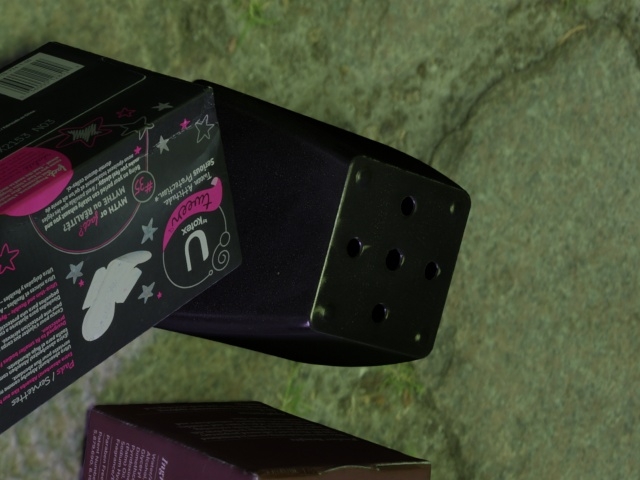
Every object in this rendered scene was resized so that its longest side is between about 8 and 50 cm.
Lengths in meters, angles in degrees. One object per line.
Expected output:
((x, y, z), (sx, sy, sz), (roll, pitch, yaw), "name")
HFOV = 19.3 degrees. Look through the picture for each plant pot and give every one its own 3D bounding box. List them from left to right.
((0.000, 0.000, 1.388), (0.187, 0.167, 0.188), (17, 87, -42), "plant pot")

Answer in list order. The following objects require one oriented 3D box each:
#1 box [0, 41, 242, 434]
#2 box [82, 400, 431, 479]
((-0.196, -0.003, 1.197), (0.247, 0.163, 0.142), (-35, 130, -38), "box")
((-0.055, 0.218, 1.361), (0.168, 0.203, 0.167), (4, 97, -41), "box")
